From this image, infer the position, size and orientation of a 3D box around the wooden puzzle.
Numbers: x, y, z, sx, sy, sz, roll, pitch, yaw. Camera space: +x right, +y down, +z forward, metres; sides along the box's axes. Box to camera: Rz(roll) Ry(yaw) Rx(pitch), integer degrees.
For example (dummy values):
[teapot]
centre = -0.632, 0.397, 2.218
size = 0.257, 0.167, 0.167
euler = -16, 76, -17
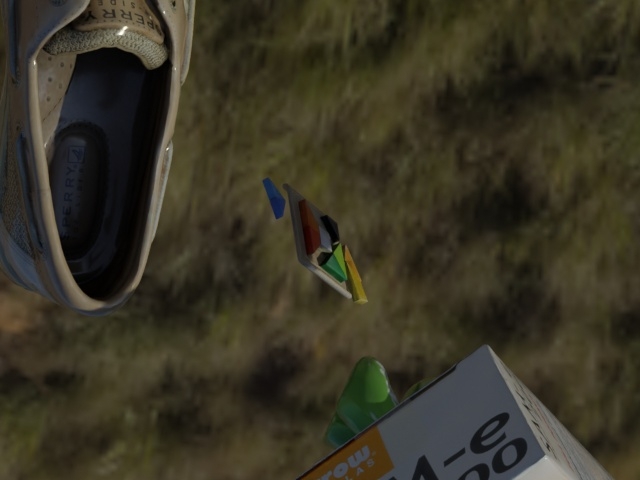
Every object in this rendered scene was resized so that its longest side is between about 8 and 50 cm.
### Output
[wooden puzzle]
centre = 0.000, 0.000, 1.333
size = 0.014, 0.078, 0.116
euler = -27, 152, 19

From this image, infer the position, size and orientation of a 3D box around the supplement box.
[supplement box]
centre = 0.040, 0.074, 0.411
size = 0.062, 0.036, 0.098
euler = -37, 132, 10

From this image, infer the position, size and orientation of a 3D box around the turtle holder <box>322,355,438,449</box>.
[turtle holder]
centre = 0.087, 0.195, 1.023
size = 0.227, 0.243, 0.320
euler = 23, 148, 2

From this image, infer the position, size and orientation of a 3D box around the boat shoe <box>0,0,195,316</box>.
[boat shoe]
centre = -0.118, -0.129, 1.044
size = 0.122, 0.341, 0.110
euler = -3, -168, -26
